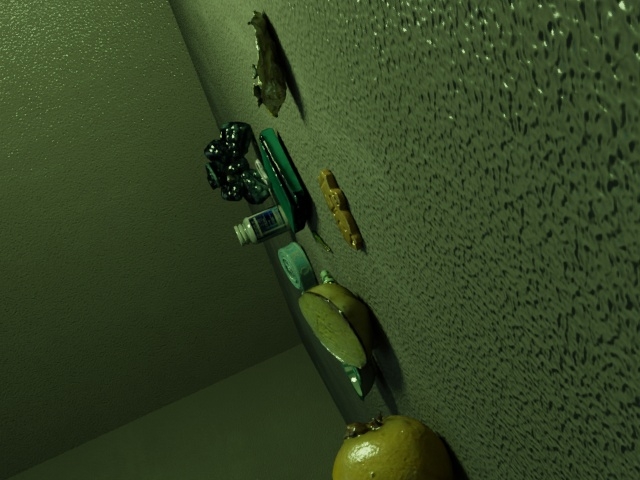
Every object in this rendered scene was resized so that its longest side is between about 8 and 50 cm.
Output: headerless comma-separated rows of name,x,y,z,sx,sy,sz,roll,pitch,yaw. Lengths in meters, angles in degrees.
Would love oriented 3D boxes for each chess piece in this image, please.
chess piece,0.021,0.116,2.040,0.093,0.042,0.042,-120,9,-65

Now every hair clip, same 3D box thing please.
hair clip,-0.304,-0.260,2.443,0.194,0.206,0.310,-164,51,-78

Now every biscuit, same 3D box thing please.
biscuit,0.038,-0.065,1.471,0.133,0.027,0.184,-166,53,-78

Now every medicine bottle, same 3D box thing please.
medicine bottle,-0.210,-0.051,2.487,0.107,0.192,0.107,156,90,-82

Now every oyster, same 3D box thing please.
oyster,-0.110,-0.373,1.439,0.133,0.072,0.208,106,160,-87

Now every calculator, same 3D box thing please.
calculator,-0.100,-0.162,1.954,0.274,0.058,0.248,88,158,-69

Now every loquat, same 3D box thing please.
loquat,0.153,0.504,1.496,0.275,0.275,0.274,156,90,-82

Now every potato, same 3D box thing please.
potato,0.066,0.205,1.748,0.239,0.116,0.299,61,161,-3

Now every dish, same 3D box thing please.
dish,0.103,0.336,1.986,0.246,0.078,0.224,65,171,1

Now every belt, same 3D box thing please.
belt,-0.082,0.089,2.459,0.148,0.082,0.163,40,151,49

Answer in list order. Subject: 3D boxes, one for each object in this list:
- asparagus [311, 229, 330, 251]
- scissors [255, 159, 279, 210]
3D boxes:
asparagus,0.000,0.000,1.929,0.166,0.016,0.013,-129,50,-64
scissors,-0.158,-0.161,2.104,0.100,0.015,0.189,56,169,48
